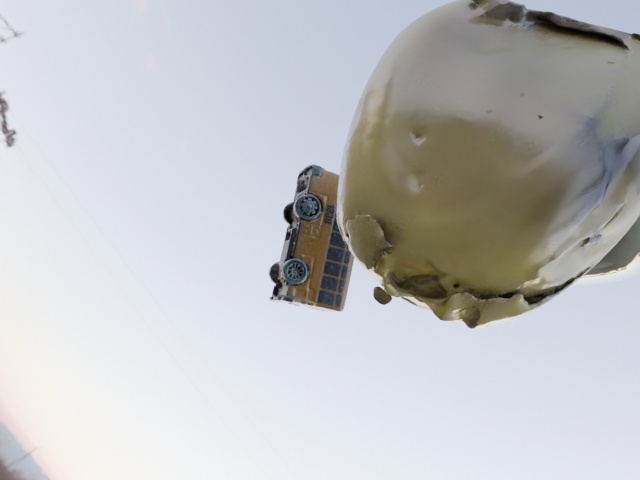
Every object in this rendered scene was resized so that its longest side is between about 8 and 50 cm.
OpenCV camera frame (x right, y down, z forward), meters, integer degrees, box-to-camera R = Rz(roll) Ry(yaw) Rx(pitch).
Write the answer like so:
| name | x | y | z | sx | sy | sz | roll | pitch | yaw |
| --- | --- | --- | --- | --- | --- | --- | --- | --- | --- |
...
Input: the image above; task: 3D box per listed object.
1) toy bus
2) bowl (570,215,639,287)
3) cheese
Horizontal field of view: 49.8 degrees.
| name | x | y | z | sx | sy | sz | roll | pitch | yaw |
| --- | --- | --- | --- | --- | --- | --- | --- | --- | --- |
| toy bus | 0.000 | 0.000 | 0.914 | 0.103 | 0.182 | 0.091 | 14 | -9 | -15 |
| bowl | 0.448 | -0.100 | 0.986 | 0.185 | 0.354 | 0.353 | 3 | -55 | 34 |
| cheese | 0.140 | -0.065 | 0.567 | 0.260 | 0.315 | 0.128 | 14 | -36 | 24 |
